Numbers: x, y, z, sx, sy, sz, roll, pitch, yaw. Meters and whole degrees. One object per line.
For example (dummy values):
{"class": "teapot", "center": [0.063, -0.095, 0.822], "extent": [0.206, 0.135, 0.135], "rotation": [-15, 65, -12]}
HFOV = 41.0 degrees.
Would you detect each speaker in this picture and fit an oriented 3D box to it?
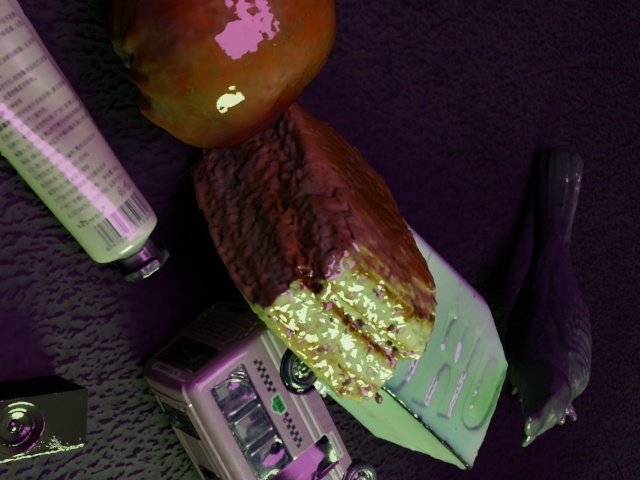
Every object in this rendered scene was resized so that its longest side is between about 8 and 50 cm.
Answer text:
{"class": "speaker", "center": [-0.233, 0.112, 0.497], "extent": [0.191, 0.046, 0.040], "rotation": [-1, 96, -44]}

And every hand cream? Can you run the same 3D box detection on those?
{"class": "hand cream", "center": [-0.175, -0.071, 0.537], "extent": [0.080, 0.050, 0.234], "rotation": [-46, 117, -29]}

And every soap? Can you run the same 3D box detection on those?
{"class": "soap", "center": [0.075, 0.092, 0.744], "extent": [0.230, 0.091, 0.145], "rotation": [40, 68, -36]}

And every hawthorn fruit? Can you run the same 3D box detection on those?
{"class": "hawthorn fruit", "center": [-0.058, -0.152, 0.558], "extent": [0.189, 0.149, 0.149], "rotation": [-52, 125, -17]}

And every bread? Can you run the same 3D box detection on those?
{"class": "bread", "center": [0.000, 0.000, 0.595], "extent": [0.102, 0.196, 0.138], "rotation": [-41, 130, 15]}

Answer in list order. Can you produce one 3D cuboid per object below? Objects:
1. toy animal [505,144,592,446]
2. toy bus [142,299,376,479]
{"class": "toy animal", "center": [0.228, 0.093, 0.853], "extent": [0.367, 0.081, 0.206], "rotation": [-69, 157, -44]}
{"class": "toy bus", "center": [-0.043, 0.150, 0.640], "extent": [0.108, 0.096, 0.199], "rotation": [-36, 115, -29]}
